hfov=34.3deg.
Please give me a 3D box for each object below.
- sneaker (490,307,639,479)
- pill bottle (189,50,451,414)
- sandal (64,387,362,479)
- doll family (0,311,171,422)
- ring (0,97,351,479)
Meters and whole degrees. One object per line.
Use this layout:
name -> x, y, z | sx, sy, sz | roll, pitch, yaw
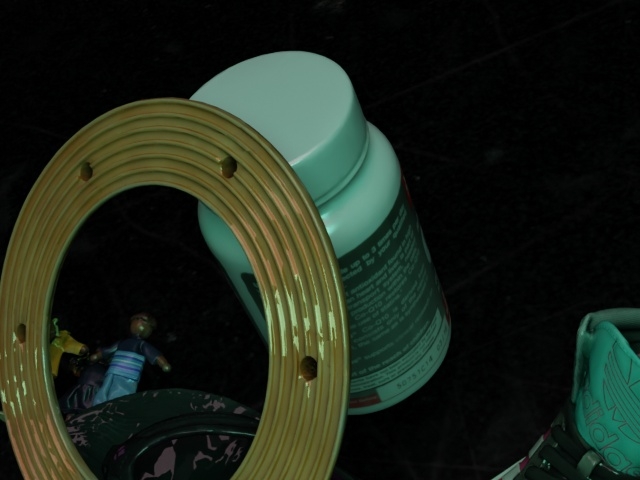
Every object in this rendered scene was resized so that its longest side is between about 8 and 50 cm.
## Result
sneaker -> 0.174, 0.144, 0.656 | 0.124, 0.178, 0.295 | 37, 55, 26
pill bottle -> 0.000, 0.000, 0.830 | 0.161, 0.283, 0.161 | -11, 46, 12
sandal -> -0.039, 0.202, 0.763 | 0.445, 0.107, 0.168 | 15, 57, 27
doll family -> -0.227, 0.116, 0.963 | 0.193, 0.076, 0.111 | 11, 53, 10
ring -> -0.109, 0.072, 0.703 | 0.336, 0.032, 0.337 | 0, 89, 38
